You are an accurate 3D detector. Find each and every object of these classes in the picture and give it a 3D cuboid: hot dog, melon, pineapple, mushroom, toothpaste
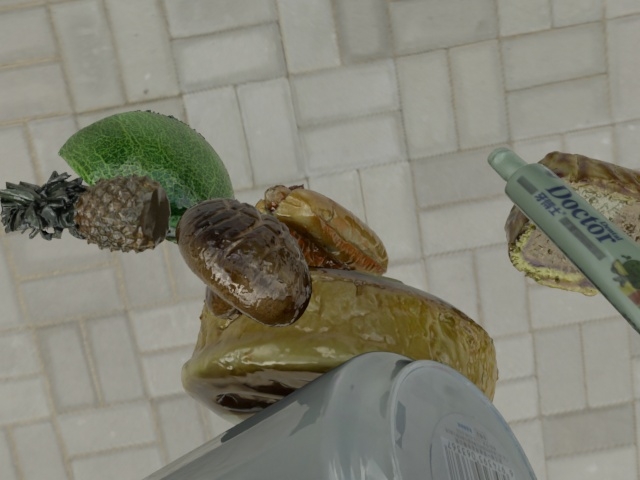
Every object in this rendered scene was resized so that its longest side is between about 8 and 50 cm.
[{"bbox_3d":[0.000,0.000,0.954,0.102,0.076,0.249,-31,149,15],"label":"hot dog"},{"bbox_3d":[-0.187,-0.074,1.135,0.265,0.169,0.129,33,98,-37],"label":"melon"},{"bbox_3d":[-0.216,-0.026,0.766,0.159,0.074,0.074,4,107,15],"label":"pineapple"},{"bbox_3d":[-0.056,0.016,0.654,0.085,0.126,0.109,-33,140,-13],"label":"mushroom"},{"bbox_3d":[0.222,0.002,0.699,0.067,0.255,0.037,-22,141,-20],"label":"toothpaste"}]

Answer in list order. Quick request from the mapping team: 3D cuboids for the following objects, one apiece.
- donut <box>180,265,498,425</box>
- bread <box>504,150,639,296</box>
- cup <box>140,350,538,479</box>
[{"bbox_3d":[0.023,0.127,0.902,0.329,0.160,0.330,7,150,4],"label":"donut"},{"bbox_3d":[0.366,-0.017,1.136,0.222,0.096,0.181,15,124,-3],"label":"bread"},{"bbox_3d":[0.010,0.282,0.656,0.326,0.237,0.323,-33,84,28],"label":"cup"}]
